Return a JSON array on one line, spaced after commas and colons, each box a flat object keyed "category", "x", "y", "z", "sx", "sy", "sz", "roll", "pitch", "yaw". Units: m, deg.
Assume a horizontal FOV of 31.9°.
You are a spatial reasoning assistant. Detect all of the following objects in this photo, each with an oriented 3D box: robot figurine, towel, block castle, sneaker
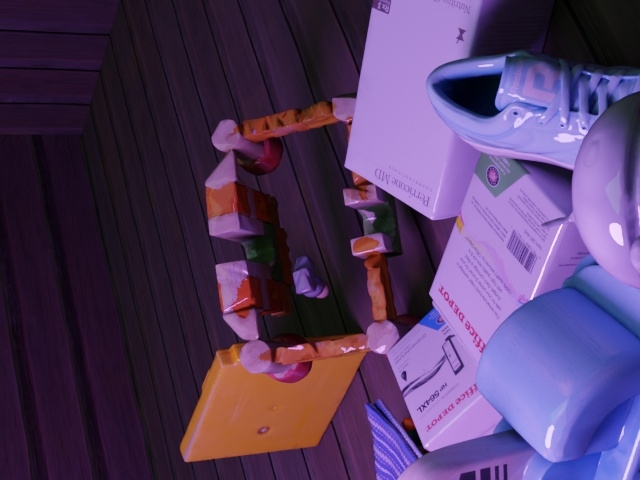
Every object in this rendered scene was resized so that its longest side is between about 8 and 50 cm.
[{"category": "robot figurine", "x": 0.391, "y": -0.048, "z": 1.050, "sx": 0.354, "sy": 0.300, "sz": 0.199, "roll": 1, "pitch": 116, "yaw": 35}, {"category": "towel", "x": 0.145, "y": 0.435, "z": 1.751, "sx": 0.243, "sy": 0.040, "sz": 0.336, "roll": 50, "pitch": 156, "yaw": 47}, {"category": "block castle", "x": 0.000, "y": 0.000, "z": 1.857, "sx": 0.213, "sy": 0.303, "sz": 0.453, "roll": 18, "pitch": -118, "yaw": -69}, {"category": "sneaker", "x": 0.280, "y": -0.155, "z": 1.307, "sx": 0.366, "sy": 0.150, "sz": 0.135, "roll": 3, "pitch": 77, "yaw": 41}]

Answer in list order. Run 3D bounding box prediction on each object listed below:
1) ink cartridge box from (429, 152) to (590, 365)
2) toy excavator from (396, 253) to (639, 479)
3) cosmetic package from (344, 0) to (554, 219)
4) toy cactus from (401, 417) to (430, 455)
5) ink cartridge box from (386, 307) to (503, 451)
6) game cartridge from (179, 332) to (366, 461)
[{"category": "ink cartridge box", "x": 0.272, "y": 0.024, "z": 1.491, "sx": 0.201, "sy": 0.117, "sz": 0.278, "roll": 58, "pitch": 141, "yaw": 46}, {"category": "toy excavator", "x": 0.228, "y": 0.216, "z": 1.223, "sx": 0.222, "sy": 0.445, "sz": 0.432, "roll": -131, "pitch": 45, "yaw": -53}, {"category": "cosmetic package", "x": 0.181, "y": -0.246, "z": 1.579, "sx": 0.217, "sy": 0.156, "sz": 0.384, "roll": 33, "pitch": 121, "yaw": 45}, {"category": "toy cactus", "x": 0.160, "y": 0.278, "z": 1.786, "sx": 0.180, "sy": 0.112, "sz": 0.219, "roll": -109, "pitch": 20, "yaw": -50}, {"category": "ink cartridge box", "x": 0.196, "y": 0.198, "z": 1.604, "sx": 0.148, "sy": 0.086, "sz": 0.203, "roll": -46, "pitch": 33, "yaw": 17}, {"category": "game cartridge", "x": -0.091, "y": 0.291, "z": 2.074, "sx": 0.052, "sy": 0.285, "sz": 0.323, "roll": 66, "pitch": 146, "yaw": 38}]
